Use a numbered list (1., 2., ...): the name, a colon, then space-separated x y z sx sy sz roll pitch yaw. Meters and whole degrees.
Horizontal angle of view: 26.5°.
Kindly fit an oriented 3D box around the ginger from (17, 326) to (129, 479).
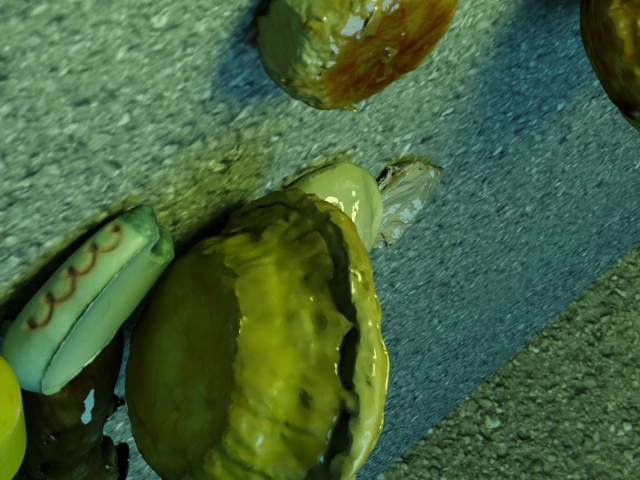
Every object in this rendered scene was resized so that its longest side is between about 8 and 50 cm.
1. ginger: -0.266 0.193 1.458 0.133 0.107 0.309 -19 151 -19

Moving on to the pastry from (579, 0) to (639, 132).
1. pastry: 0.450 -0.273 1.491 0.388 0.313 0.388 -55 -164 24

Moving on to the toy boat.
1. toy boat: -0.227 0.051 1.289 0.207 0.079 0.134 -50 170 -7

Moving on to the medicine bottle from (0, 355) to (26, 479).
1. medicine bottle: -0.324 0.142 1.194 0.122 0.122 0.212 -33 159 -25

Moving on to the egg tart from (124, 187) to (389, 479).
1. egg tart: -0.079 0.131 1.352 0.169 0.388 0.388 9 133 -32

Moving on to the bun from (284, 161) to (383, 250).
1. bun: 0.000 0.000 1.552 0.183 0.102 0.183 -34 158 -16

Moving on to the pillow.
1. pillow: 0.058 -0.006 1.742 0.248 0.049 0.135 -49 156 14

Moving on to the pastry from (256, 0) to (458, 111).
1. pastry: 0.036 -0.194 1.199 0.182 0.093 0.192 -43 162 12
